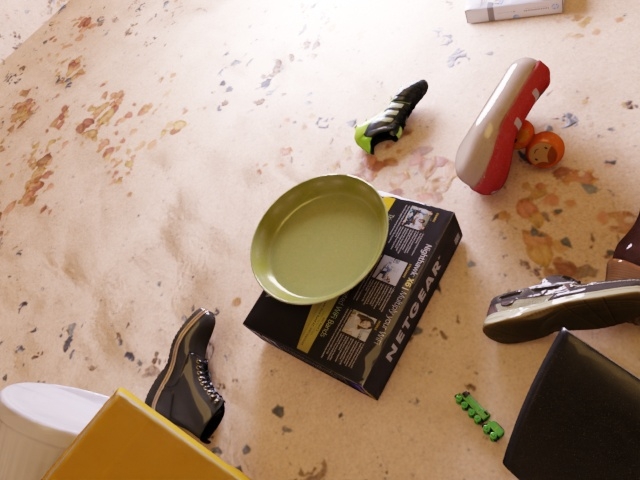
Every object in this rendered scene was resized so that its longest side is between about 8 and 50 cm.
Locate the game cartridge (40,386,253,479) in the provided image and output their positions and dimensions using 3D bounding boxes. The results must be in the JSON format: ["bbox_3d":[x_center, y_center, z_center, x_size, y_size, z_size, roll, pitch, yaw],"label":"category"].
[{"bbox_3d":[-0.227,0.401,0.727,0.285,0.323,0.052,-51,13,-11],"label":"game cartridge"}]

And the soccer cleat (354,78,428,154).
[{"bbox_3d":[0.146,-0.236,1.076,0.179,0.060,0.072,-40,61,6],"label":"soccer cleat"}]

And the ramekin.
[{"bbox_3d":[-0.369,0.322,0.852,0.272,0.273,0.127,13,80,31],"label":"ramekin"}]

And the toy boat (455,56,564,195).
[{"bbox_3d":[0.326,-0.170,0.912,0.151,0.151,0.231,32,76,6],"label":"toy boat"}]

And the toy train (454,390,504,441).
[{"bbox_3d":[0.219,0.240,0.767,0.023,0.017,0.083,-35,51,-10],"label":"toy train"}]

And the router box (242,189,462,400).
[{"bbox_3d":[0.054,0.064,0.914,0.242,0.081,0.309,21,71,34],"label":"router box"}]

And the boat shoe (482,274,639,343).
[{"bbox_3d":[0.322,0.080,0.751,0.223,0.080,0.074,-24,41,40],"label":"boat shoe"}]

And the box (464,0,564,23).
[{"bbox_3d":[0.400,-0.516,1.134,0.186,0.038,0.145,3,62,28],"label":"box"}]

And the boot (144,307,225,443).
[{"bbox_3d":[-0.195,0.228,0.947,0.137,0.077,0.198,20,84,28],"label":"boot"}]

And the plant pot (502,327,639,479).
[{"bbox_3d":[0.319,0.235,0.630,0.187,0.188,0.167,39,95,37],"label":"plant pot"}]

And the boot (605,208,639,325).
[{"bbox_3d":[0.507,0.035,0.706,0.248,0.090,0.207,20,74,38],"label":"boot"}]

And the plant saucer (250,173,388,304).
[{"bbox_3d":[0.000,0.000,0.903,0.240,0.037,0.241,-13,56,20],"label":"plant saucer"}]
